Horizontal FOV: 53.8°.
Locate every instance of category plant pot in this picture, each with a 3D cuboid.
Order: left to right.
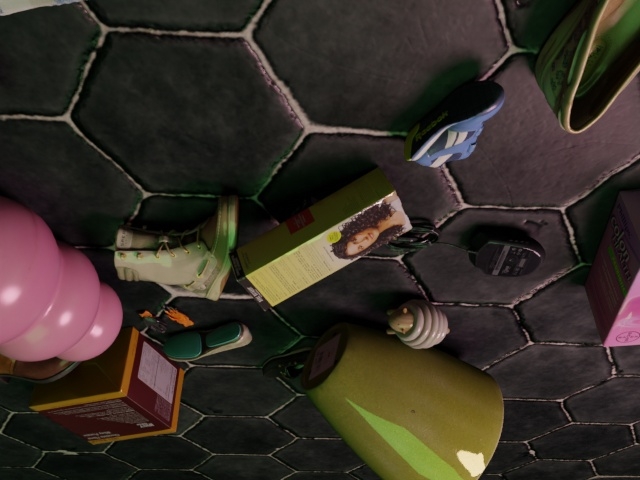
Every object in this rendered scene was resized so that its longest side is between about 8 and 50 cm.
[{"bbox_3d":[0.119,0.280,1.120,0.293,0.275,0.275,35,132,-17],"label":"plant pot"}]

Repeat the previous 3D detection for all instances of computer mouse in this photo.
[{"bbox_3d":[0.210,0.005,0.928,0.242,0.041,0.071,11,132,-3],"label":"computer mouse"}]

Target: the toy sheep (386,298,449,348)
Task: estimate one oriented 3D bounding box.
[{"bbox_3d":[0.167,0.140,1.059,0.132,0.091,0.091,10,143,-35],"label":"toy sheep"}]

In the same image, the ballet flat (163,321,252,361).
[{"bbox_3d":[-0.202,0.189,1.140,0.168,0.057,0.052,-13,150,16],"label":"ballet flat"}]

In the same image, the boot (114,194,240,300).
[{"bbox_3d":[-0.203,0.003,0.886,0.165,0.077,0.213,13,140,-12],"label":"boot"}]

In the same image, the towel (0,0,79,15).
[{"bbox_3d":[-0.214,-0.304,0.526,0.285,0.034,0.209,-8,139,6],"label":"towel"}]

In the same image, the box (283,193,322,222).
[{"bbox_3d":[0.000,-0.026,0.893,0.083,0.018,0.067,23,136,-27],"label":"box"}]

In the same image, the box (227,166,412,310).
[{"bbox_3d":[0.000,0.000,0.836,0.232,0.058,0.087,-30,137,5],"label":"box"}]

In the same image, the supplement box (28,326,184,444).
[{"bbox_3d":[-0.393,0.279,1.190,0.191,0.129,0.194,-13,140,15],"label":"supplement box"}]

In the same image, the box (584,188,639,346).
[{"bbox_3d":[0.524,0.040,0.904,0.213,0.117,0.243,-5,141,5],"label":"box"}]

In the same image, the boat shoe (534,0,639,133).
[{"bbox_3d":[0.302,-0.226,0.582,0.104,0.089,0.285,7,141,-9],"label":"boat shoe"}]

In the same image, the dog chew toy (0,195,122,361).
[{"bbox_3d":[-0.412,0.076,0.885,0.206,0.207,0.332,-16,147,19],"label":"dog chew toy"}]

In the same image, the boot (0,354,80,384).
[{"bbox_3d":[-0.557,0.128,1.058,0.264,0.096,0.280,-8,135,21],"label":"boot"}]

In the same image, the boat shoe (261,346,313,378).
[{"bbox_3d":[-0.063,0.246,1.224,0.133,0.042,0.049,-24,138,29],"label":"boat shoe"}]

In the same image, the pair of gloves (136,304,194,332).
[{"bbox_3d":[-0.273,0.139,1.109,0.083,0.010,0.074,-14,140,18],"label":"pair of gloves"}]

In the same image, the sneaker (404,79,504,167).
[{"bbox_3d":[0.162,-0.132,0.735,0.059,0.053,0.144,24,144,-27],"label":"sneaker"}]
